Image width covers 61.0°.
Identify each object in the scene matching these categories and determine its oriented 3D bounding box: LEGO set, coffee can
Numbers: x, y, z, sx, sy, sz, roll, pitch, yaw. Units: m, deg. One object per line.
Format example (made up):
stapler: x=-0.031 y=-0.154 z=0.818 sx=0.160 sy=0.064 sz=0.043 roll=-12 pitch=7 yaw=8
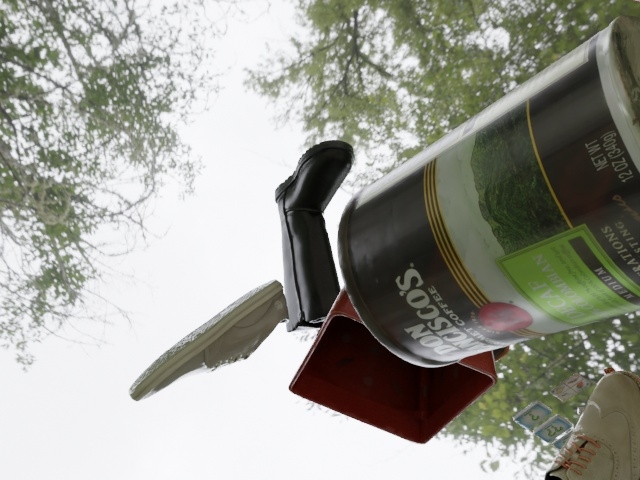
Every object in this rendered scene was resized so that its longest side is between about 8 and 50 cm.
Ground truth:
LEGO set: x=0.585 y=0.387 z=1.205 sx=0.183 sy=0.244 sz=0.060 roll=35 pitch=-154 yaw=-14
coffee can: x=0.175 y=-0.019 z=0.464 sx=0.202 sy=0.275 sz=0.201 roll=18 pitch=-122 yaw=-31

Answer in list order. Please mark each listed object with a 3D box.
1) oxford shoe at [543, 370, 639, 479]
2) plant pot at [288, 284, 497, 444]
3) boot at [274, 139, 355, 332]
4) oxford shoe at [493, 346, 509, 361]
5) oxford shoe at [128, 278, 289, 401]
oxford shoe: x=0.522 y=0.431 z=1.036 sx=0.147 sy=0.140 sz=0.396 roll=26 pitch=-104 yaw=-24
plant pot: x=0.130 y=0.159 z=0.959 sx=0.267 sy=0.267 sz=0.235 roll=23 pitch=-135 yaw=-2
boot: x=-0.001 y=0.001 z=1.491 sx=0.146 sy=0.367 sz=0.444 roll=7 pitch=-116 yaw=-25
oxford shoe: x=0.397 y=0.309 z=1.531 sx=0.098 sy=0.271 sz=0.096 roll=22 pitch=-123 yaw=-40
oxford shoe: x=-0.239 y=0.249 z=1.290 sx=0.449 sy=0.169 sz=0.130 roll=-33 pitch=-82 yaw=-35
